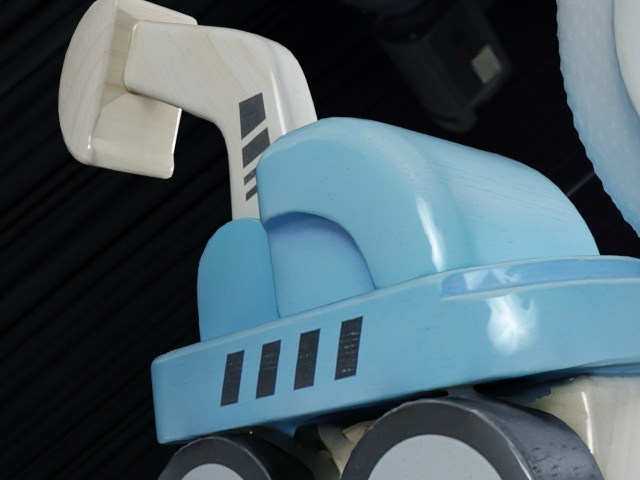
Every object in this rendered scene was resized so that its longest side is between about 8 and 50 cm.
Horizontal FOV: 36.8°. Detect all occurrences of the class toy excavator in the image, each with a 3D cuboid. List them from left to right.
[{"bbox_3d":[0.000,0.000,0.592,0.222,0.433,0.444,10,69,-45],"label":"toy excavator"}]

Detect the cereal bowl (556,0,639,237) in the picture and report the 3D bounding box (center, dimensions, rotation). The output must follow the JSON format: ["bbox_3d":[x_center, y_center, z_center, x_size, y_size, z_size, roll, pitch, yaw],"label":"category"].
[{"bbox_3d":[0.227,-0.101,0.388,0.339,0.141,0.338,20,-64,49],"label":"cereal bowl"}]
